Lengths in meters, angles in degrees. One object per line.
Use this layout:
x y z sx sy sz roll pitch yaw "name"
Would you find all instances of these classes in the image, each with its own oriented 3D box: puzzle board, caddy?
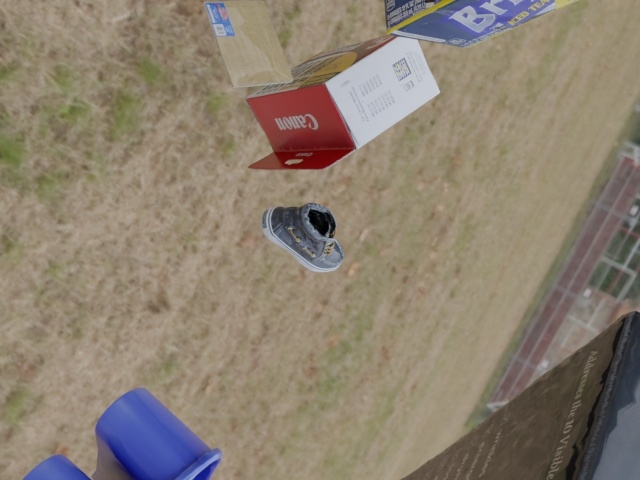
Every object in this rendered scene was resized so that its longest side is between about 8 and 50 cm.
-0.099 -0.268 1.006 0.096 0.128 0.011 -14 168 -34 "puzzle board"
-0.243 0.339 0.914 0.241 0.179 0.341 -39 167 -33 "caddy"

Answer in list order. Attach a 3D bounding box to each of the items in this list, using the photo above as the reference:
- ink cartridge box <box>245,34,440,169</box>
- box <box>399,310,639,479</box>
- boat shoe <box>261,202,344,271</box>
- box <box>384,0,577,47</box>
0.006 -0.245 1.336 0.272 0.309 0.130 -37 111 -23 "ink cartridge box"
0.164 0.393 0.601 0.480 0.297 0.471 -47 172 -45 "box"
0.000 0.000 1.076 0.183 0.083 0.065 30 60 -49 "boat shoe"
0.098 -0.132 0.301 0.059 0.169 0.054 -1 84 -34 "box"
